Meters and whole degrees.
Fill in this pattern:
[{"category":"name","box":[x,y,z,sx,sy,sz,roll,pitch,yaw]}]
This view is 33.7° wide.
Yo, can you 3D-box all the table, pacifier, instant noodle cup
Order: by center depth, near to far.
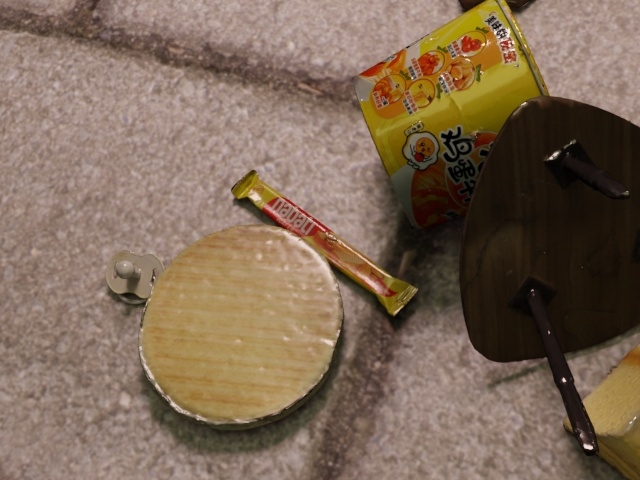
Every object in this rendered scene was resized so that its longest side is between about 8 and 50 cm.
[{"category":"table","box":[0.326,0.035,1.070,0.317,0.317,0.249,-21,22,0]},{"category":"instant noodle cup","box":[0.165,-0.144,1.265,0.200,0.264,0.264,-22,61,8]},{"category":"pacifier","box":[-0.242,0.045,1.344,0.083,0.064,0.068,10,83,16]}]

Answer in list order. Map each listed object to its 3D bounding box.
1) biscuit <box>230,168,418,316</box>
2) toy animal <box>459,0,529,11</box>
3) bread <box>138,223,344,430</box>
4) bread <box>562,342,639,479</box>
[{"category":"biscuit","box":[0.000,0.000,1.341,0.292,0.026,0.048,36,82,26]},{"category":"toy animal","box":[0.192,-0.408,1.479,0.186,0.094,0.214,-18,69,11]},{"category":"bread","box":[-0.096,0.104,1.293,0.266,0.040,0.267,-4,64,8]},{"category":"bread","box":[0.419,0.193,1.157,0.240,0.135,0.178,-42,96,-12]}]
